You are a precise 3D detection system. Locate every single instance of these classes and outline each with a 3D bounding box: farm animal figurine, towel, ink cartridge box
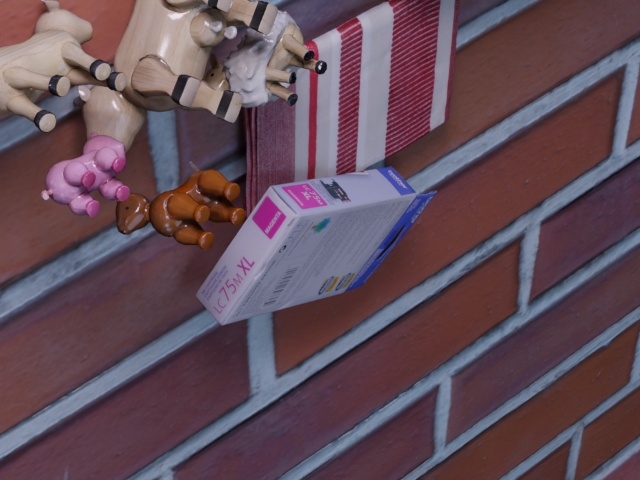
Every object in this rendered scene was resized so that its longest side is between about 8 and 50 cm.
[{"bbox_3d":[-0.185,-0.162,1.701,0.327,0.172,0.330,-58,141,-11],"label":"farm animal figurine"},{"bbox_3d":[0.037,-0.173,2.066,0.329,0.037,0.237,-30,142,-30],"label":"towel"},{"bbox_3d":[0.000,0.000,2.122,0.311,0.065,0.186,-9,142,-53],"label":"ink cartridge box"}]
